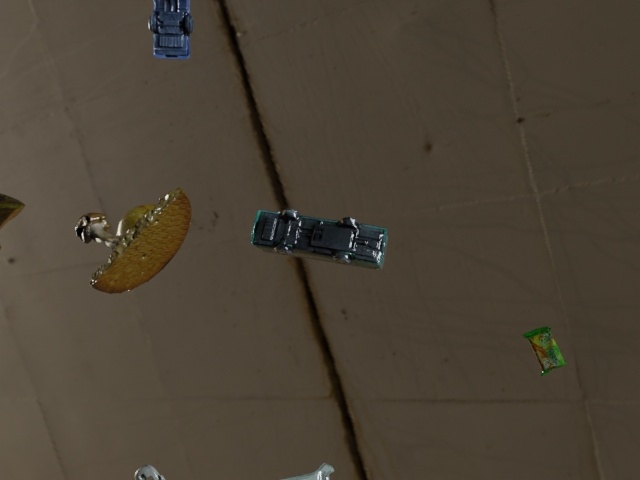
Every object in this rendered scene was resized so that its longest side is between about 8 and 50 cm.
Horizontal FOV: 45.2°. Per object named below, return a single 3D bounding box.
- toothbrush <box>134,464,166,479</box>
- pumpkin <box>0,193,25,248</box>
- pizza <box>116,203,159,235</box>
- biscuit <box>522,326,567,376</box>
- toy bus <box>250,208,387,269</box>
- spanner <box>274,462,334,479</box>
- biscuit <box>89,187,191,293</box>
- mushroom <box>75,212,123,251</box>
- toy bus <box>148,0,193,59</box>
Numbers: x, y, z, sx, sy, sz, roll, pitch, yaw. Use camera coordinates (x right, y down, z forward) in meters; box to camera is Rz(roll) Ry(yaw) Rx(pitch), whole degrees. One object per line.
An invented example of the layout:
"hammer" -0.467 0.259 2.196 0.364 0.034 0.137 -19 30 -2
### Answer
"toothbrush" -0.120 0.467 0.969 0.042 0.040 0.418 -35 -94 18
"pumpkin" -0.745 -0.019 1.502 0.258 0.290 0.095 10 -51 -9
"pizza" -0.417 -0.053 1.841 0.081 0.188 0.204 56 -11 -6
"biscuit" 0.358 0.175 1.220 0.046 0.016 0.089 -24 -70 11
"toy bus" 0.000 0.000 1.503 0.261 0.109 0.091 10 -102 13
"spanner" -0.086 0.545 1.693 0.017 0.301 0.071 -28 -113 48
"biscuit" -0.279 0.012 1.238 0.025 0.206 0.126 37 -12 26
"mushroom" -0.379 -0.012 1.398 0.187 0.061 0.060 15 -68 39
"toy bus" -0.271 -0.453 1.420 0.079 0.094 0.237 1 -82 -2
